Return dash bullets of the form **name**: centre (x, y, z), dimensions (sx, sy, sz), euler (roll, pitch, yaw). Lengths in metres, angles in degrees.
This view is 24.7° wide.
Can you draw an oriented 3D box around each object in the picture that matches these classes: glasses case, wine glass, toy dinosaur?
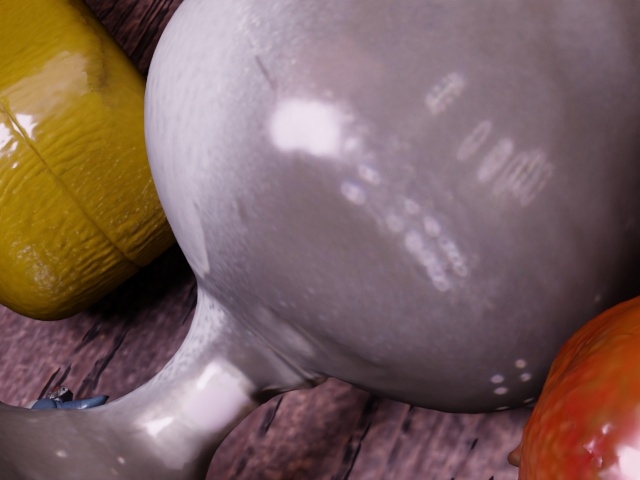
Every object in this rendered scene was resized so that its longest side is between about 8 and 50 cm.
- **glasses case**: centre (-0.183, -0.085, 0.830), dimensions (0.141, 0.173, 0.371), euler (-37, 41, -2)
- **wine glass**: centre (0.000, 0.000, 0.604), dimensions (0.323, 0.238, 0.238), euler (-48, 44, -7)
- **toy dinosaur**: centre (-0.148, 0.101, 0.755), dimensions (0.083, 0.030, 0.047), euler (-21, 48, 16)

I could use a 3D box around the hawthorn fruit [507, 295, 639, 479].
- **hawthorn fruit**: centre (0.207, 0.087, 0.484), dimensions (0.285, 0.165, 0.165), euler (-3, 50, 4)
